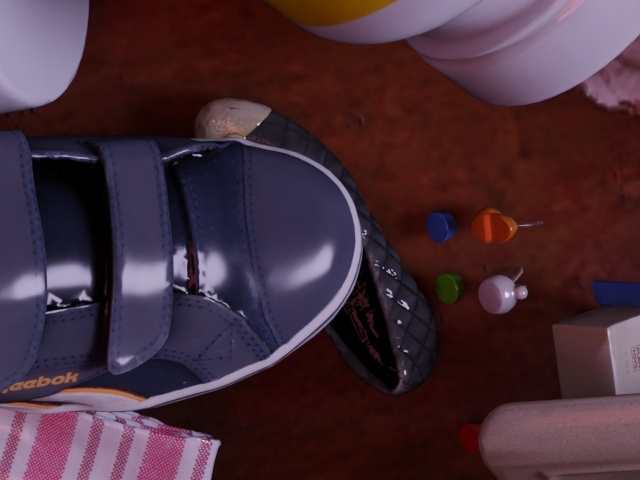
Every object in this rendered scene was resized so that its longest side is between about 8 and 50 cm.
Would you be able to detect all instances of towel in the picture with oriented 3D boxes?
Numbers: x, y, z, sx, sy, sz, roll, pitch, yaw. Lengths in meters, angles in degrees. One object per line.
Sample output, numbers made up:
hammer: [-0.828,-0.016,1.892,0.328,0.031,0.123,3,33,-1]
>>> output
towel: [-0.160,0.136,0.929,0.197,0.029,0.144,16,99,-4]

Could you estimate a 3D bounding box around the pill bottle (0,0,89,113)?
pill bottle: [-0.308,-0.119,0.900,0.362,0.210,0.210,-8,102,15]

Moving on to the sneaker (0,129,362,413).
sneaker: [-0.133,0.014,0.851,0.321,0.127,0.126,-9,78,-8]

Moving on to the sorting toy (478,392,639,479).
sorting toy: [0.180,0.107,0.884,0.347,0.196,0.047,-6,59,18]

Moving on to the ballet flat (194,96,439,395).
ballet flat: [0.000,0.000,0.943,0.057,0.049,0.173,-38,93,18]

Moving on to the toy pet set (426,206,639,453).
toy pet set: [0.120,0.040,0.933,0.114,0.065,0.122,2,104,49]

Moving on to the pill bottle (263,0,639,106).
pill bottle: [-0.004,-0.198,0.765,0.334,0.188,0.188,34,112,-31]
